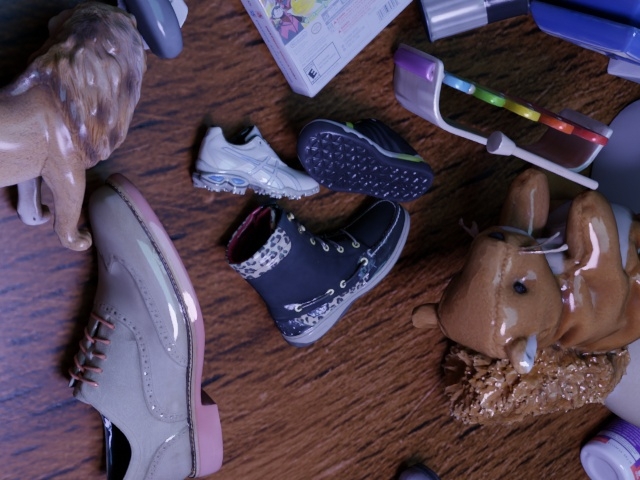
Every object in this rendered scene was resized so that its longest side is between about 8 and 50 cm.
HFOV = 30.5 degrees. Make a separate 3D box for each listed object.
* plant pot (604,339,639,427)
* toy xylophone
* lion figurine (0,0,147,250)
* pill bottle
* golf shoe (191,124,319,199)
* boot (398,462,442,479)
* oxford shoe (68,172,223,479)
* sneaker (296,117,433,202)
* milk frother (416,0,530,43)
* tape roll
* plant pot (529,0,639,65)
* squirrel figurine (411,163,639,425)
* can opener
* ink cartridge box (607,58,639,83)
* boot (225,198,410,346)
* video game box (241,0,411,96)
[{"bbox_3d":[0.520,0.179,1.846,0.191,0.284,0.284,1,104,-17],"label":"plant pot"},{"bbox_3d":[0.251,-0.158,1.547,0.322,0.236,0.081,13,105,-37],"label":"toy xylophone"},{"bbox_3d":[-0.342,-0.097,1.156,0.392,0.142,0.240,-20,129,-40],"label":"lion figurine"},{"bbox_3d":[0.542,0.337,1.990,0.193,0.108,0.108,-34,121,-25],"label":"pill bottle"},{"bbox_3d":[-0.070,-0.095,1.424,0.176,0.069,0.086,6,94,-40],"label":"golf shoe"},{"bbox_3d":[0.073,0.498,1.682,0.222,0.118,0.338,-2,100,-32],"label":"boot"},{"bbox_3d":[-0.216,0.122,1.332,0.146,0.140,0.397,-20,113,-24],"label":"oxford shoe"},{"bbox_3d":[0.047,-0.114,1.497,0.234,0.097,0.084,20,125,-45],"label":"sneaker"},{"bbox_3d":[0.194,-0.316,1.545,0.134,0.129,0.143,-15,150,3],"label":"milk frother"},{"bbox_3d":[0.566,-0.093,1.842,0.246,0.169,0.246,-12,110,-35],"label":"tape roll"},{"bbox_3d":[0.446,-0.357,1.640,0.236,0.236,0.212,9,105,-39],"label":"plant pot"},{"bbox_3d":[0.302,0.107,1.608,0.370,0.281,0.397,-24,130,-46],"label":"squirrel figurine"},{"bbox_3d":[-0.223,-0.319,1.228,0.074,0.093,0.280,-46,121,-18],"label":"can opener"},{"bbox_3d":[0.618,-0.246,1.839,0.332,0.165,0.065,11,95,-40],"label":"ink cartridge box"},{"bbox_3d":[0.000,0.001,1.485,0.236,0.085,0.178,-48,131,-11],"label":"boot"},{"bbox_3d":[0.004,-0.310,1.420,0.205,0.048,0.187,-46,131,-19],"label":"video game box"}]
